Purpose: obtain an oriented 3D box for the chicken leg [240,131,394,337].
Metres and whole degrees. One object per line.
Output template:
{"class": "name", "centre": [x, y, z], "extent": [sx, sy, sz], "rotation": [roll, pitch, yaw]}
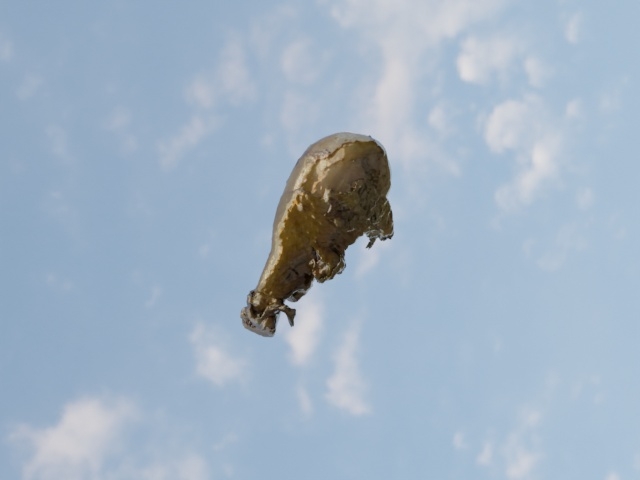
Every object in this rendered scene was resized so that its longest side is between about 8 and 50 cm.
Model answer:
{"class": "chicken leg", "centre": [-0.002, -0.002, 1.162], "extent": [0.101, 0.085, 0.207], "rotation": [40, -105, -47]}
